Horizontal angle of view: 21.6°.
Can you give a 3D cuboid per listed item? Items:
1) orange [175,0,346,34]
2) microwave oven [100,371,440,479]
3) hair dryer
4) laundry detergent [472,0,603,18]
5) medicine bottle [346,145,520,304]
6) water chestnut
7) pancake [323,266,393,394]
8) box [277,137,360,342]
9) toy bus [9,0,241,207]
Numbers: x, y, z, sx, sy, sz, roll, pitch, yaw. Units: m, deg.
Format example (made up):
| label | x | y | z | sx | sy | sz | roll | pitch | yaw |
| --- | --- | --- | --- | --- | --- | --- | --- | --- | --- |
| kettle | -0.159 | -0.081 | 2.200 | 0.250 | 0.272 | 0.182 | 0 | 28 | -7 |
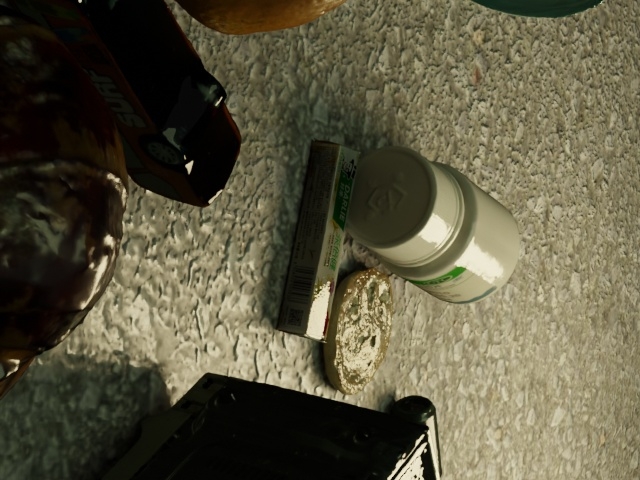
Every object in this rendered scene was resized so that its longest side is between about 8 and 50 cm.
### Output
| label | x | y | z | sx | sy | sz | roll | pitch | yaw |
| --- | --- | --- | --- | --- | --- | --- | --- | --- | --- |
| orange | -0.049 | -0.297 | 1.365 | 0.183 | 0.249 | 0.249 | 0 | 97 | -78 |
| microwave oven | -0.079 | 0.298 | 1.443 | 0.355 | 0.286 | 0.218 | -44 | 133 | -42 |
| hair dryer | 0.073 | 0.265 | 1.941 | 0.198 | 0.057 | 0.100 | -36 | 126 | -46 |
| laundry detergent | 0.254 | -0.449 | 1.838 | 0.305 | 0.287 | 0.287 | -61 | 145 | -32 |
| medicine bottle | 0.121 | -0.016 | 1.861 | 0.237 | 0.139 | 0.139 | 26 | 74 | -60 |
| water chestnut | -0.262 | -0.022 | 1.068 | 0.244 | 0.289 | 0.289 | 35 | 63 | -27 |
| pancake | 0.045 | 0.102 | 1.869 | 0.152 | 0.025 | 0.151 | -20 | 113 | -58 |
| box | 0.000 | 0.000 | 1.748 | 0.050 | 0.041 | 0.207 | 18 | 81 | -58 |
| toy bus | -0.174 | -0.179 | 1.339 | 0.093 | 0.092 | 0.409 | -63 | 146 | -27 |
